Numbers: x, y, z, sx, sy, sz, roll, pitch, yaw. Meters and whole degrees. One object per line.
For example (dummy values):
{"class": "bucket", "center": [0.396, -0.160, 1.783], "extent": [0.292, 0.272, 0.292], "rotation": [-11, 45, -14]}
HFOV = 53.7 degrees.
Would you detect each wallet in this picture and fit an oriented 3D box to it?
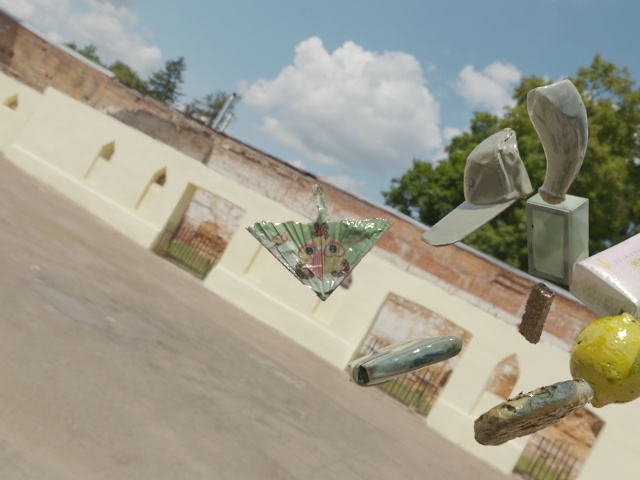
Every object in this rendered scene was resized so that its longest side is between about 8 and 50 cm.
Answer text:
{"class": "wallet", "center": [0.193, 0.301, 1.587], "extent": [0.360, 0.252, 0.083], "rotation": [117, -48, -78]}

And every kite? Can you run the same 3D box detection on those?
{"class": "kite", "center": [0.000, 0.000, 1.340], "extent": [0.323, 0.267, 0.013], "rotation": [0, -22, -1]}

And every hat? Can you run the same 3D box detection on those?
{"class": "hat", "center": [0.285, -0.103, 1.218], "extent": [0.214, 0.245, 0.149], "rotation": [-95, 161, -83]}

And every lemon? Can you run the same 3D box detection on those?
{"class": "lemon", "center": [0.605, 0.250, 1.306], "extent": [0.174, 0.206, 0.173], "rotation": [26, -5, 2]}

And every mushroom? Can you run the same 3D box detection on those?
{"class": "mushroom", "center": [0.517, -0.211, 1.361], "extent": [0.103, 0.118, 0.270], "rotation": [-109, -177, -70]}

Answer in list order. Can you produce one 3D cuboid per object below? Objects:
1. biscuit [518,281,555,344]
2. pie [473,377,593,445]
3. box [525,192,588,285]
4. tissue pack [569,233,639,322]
{"class": "biscuit", "center": [0.576, 0.197, 1.693], "extent": [0.064, 0.035, 0.199], "rotation": [-123, -155, -43]}
{"class": "pie", "center": [0.319, 0.265, 0.966], "extent": [0.195, 0.195, 0.046], "rotation": [37, 27, -58]}
{"class": "box", "center": [0.623, -0.007, 1.664], "extent": [0.130, 0.086, 0.225], "rotation": [21, -48, 47]}
{"class": "tissue pack", "center": [0.766, 0.101, 1.554], "extent": [0.185, 0.225, 0.124], "rotation": [50, -28, 40]}
